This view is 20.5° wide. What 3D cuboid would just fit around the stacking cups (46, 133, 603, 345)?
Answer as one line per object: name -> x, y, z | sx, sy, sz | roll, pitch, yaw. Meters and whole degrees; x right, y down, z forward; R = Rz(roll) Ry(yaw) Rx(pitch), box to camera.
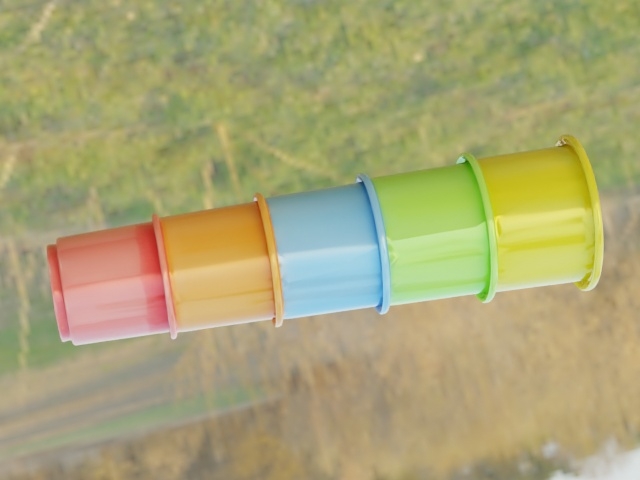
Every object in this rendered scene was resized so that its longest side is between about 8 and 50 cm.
stacking cups -> 0.000, 0.000, 1.038 | 0.316, 0.096, 0.096 | -6, 172, -5
